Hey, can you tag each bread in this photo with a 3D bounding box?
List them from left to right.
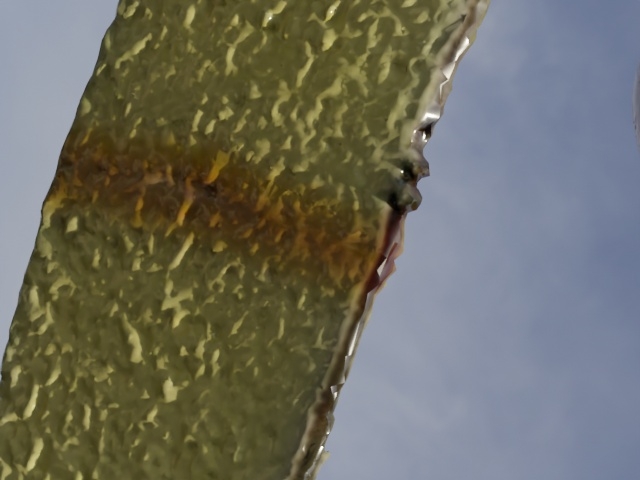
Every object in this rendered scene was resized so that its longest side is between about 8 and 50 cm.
[{"bbox_3d":[0.000,0.000,0.514,0.135,0.178,0.240,20,-89,26],"label":"bread"}]

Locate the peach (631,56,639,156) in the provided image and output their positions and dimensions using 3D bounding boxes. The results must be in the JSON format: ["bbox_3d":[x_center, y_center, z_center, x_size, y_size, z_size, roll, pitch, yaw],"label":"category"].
[{"bbox_3d":[0.236,-0.053,0.638,0.197,0.197,0.197,9,-80,57],"label":"peach"}]
